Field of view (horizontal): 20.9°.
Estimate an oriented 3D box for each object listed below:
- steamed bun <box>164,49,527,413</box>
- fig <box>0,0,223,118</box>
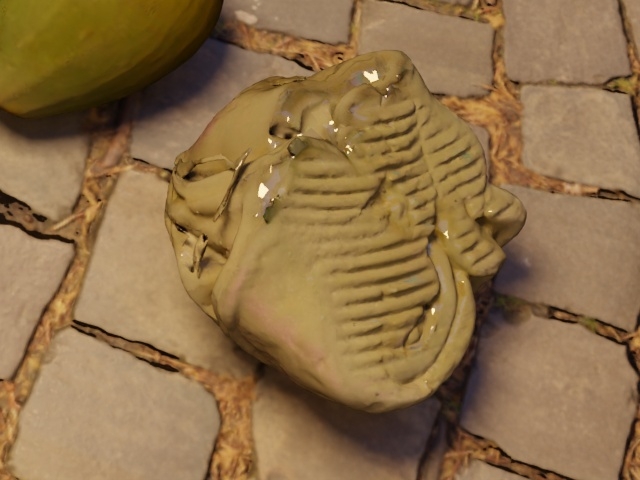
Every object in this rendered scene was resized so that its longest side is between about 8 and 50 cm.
[{"bbox_3d":[0.000,0.000,1.436,0.280,0.207,0.268,50,60,-25],"label":"steamed bun"},{"bbox_3d":[-0.203,-0.212,1.457,0.230,0.207,0.207,-30,78,9],"label":"fig"}]
